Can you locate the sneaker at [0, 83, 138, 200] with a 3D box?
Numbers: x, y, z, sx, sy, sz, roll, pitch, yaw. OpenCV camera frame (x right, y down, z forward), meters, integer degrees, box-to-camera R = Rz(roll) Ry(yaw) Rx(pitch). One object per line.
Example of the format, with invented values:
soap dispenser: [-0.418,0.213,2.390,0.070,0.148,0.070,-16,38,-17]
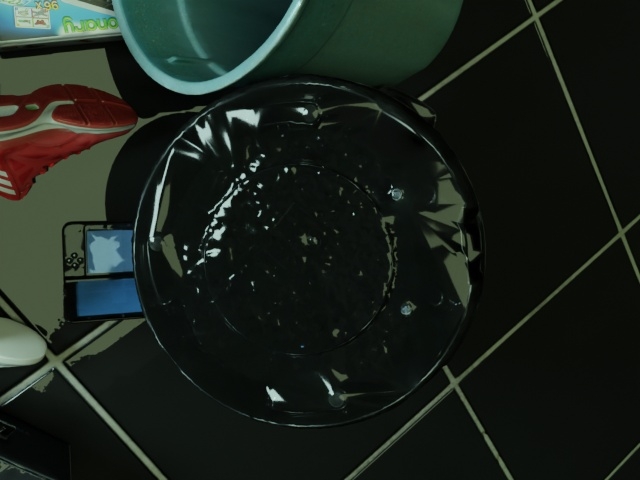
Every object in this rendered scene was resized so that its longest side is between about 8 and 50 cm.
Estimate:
sneaker: [-0.355,-0.126,0.743,0.221,0.087,0.128,-12,147,-42]

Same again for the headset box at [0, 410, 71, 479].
headset box: [-0.494,0.335,0.716,0.246,0.131,0.283,40,81,-24]

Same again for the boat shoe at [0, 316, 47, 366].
boat shoe: [-0.459,0.139,0.741,0.184,0.066,0.063,13,127,-29]

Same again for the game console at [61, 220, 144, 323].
game console: [-0.277,0.039,0.787,0.144,0.085,0.124,-2,99,-24]

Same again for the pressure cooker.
pressure cooker: [0.004,0.005,0.736,0.370,0.420,0.375,-16,93,11]

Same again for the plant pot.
plant pot: [-0.012,-0.328,0.685,0.334,0.341,0.340,-6,102,-50]

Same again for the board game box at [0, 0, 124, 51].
board game box: [-0.279,-0.361,0.738,0.306,0.053,0.192,-14,105,-21]
